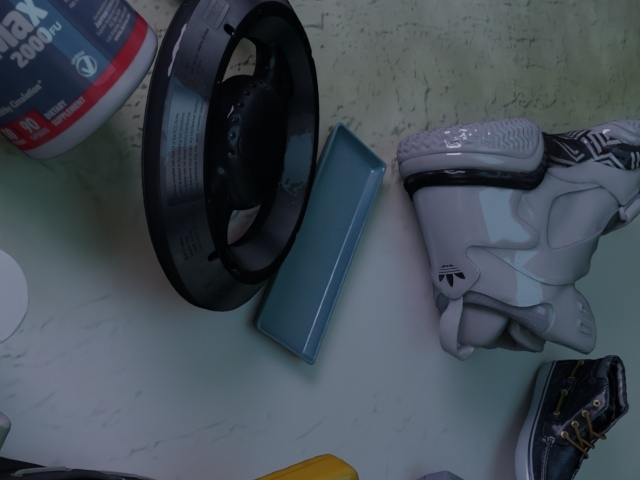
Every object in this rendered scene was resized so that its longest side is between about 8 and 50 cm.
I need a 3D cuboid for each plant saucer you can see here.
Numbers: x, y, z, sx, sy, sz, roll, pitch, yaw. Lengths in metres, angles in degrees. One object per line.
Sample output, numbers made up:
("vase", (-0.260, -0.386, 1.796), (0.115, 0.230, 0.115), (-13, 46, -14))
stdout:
("plant saucer", (0.000, 0.000, 0.733), (0.067, 0.018, 0.192), (39, 62, -35))

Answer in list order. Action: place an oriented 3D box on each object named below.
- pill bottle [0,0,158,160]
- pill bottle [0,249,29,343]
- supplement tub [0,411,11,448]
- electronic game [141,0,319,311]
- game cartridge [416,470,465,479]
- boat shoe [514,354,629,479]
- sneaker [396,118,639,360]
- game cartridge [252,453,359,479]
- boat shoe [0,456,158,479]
("pill bottle", (-0.188, -0.140, 0.500), (0.180, 0.108, 0.108), (45, 57, -31))
("pill bottle", (-0.200, 0.030, 0.464), (0.067, 0.120, 0.067), (5, 82, -44))
("supplement tub", (-0.254, 0.158, 0.329), (0.191, 0.191, 0.272), (35, 73, -37))
("electronic game", (-0.054, -0.066, 0.613), (0.229, 0.048, 0.229), (8, 90, -71))
("game cartridge", (0.137, 0.352, 0.743), (0.198, 0.062, 0.297), (32, 41, -33))
("boat shoe", (0.248, 0.187, 0.888), (0.065, 0.083, 0.183), (47, 45, -26))
("sneaker", (0.225, -0.005, 0.875), (0.365, 0.137, 0.210), (-5, 91, -39))
("game cartridge", (-0.080, 0.323, 0.540), (0.285, 0.052, 0.324), (-14, 99, -25))
("boat shoe", (-0.132, 0.178, 0.556), (0.206, 0.065, 0.075), (28, 67, -39))
